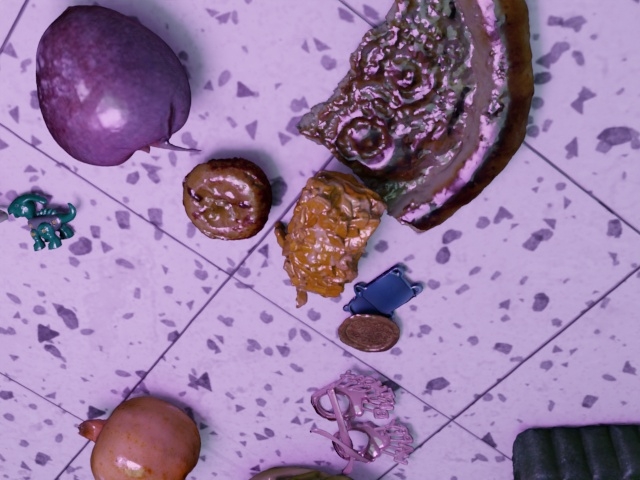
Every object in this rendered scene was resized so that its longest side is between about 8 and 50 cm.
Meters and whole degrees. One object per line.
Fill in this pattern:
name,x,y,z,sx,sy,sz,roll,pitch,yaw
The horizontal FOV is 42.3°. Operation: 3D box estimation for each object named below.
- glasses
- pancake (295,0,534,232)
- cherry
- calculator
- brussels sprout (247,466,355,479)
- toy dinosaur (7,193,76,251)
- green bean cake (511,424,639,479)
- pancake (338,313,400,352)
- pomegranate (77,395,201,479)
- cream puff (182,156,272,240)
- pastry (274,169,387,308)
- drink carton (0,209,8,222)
glasses,0.077,0.347,1.527,0.162,0.095,0.255,-19,120,13
pancake,0.157,-0.206,1.186,0.305,0.066,0.426,27,123,-7
cherry,-0.297,-0.209,1.180,0.213,0.183,0.266,-28,99,13
calculator,0.103,0.097,1.409,0.141,0.019,0.094,-37,110,28
brussels sprout,-0.028,0.570,1.560,0.328,0.328,0.247,4,111,5
toy dinosaur,-0.461,-0.037,1.385,0.133,0.059,0.096,-10,114,23
green bean cake,0.514,0.492,1.512,0.308,0.169,0.300,-6,120,10
pancake,0.085,0.163,1.444,0.115,0.011,0.114,4,136,3
pomegranate,-0.328,0.390,1.547,0.207,0.207,0.207,4,122,6
cream puff,-0.144,-0.071,1.301,0.149,0.084,0.148,4,118,8
pastry,0.000,0.000,1.298,0.154,0.102,0.250,22,136,-3
drink carton,-0.603,-0.087,1.323,0.146,0.144,0.142,9,114,13
